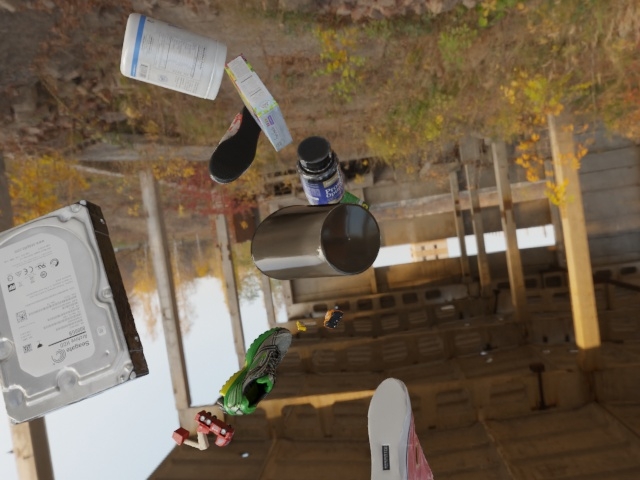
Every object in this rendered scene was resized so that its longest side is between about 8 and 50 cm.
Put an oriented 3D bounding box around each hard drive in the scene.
[{"bbox_3d":[-0.472,0.123,0.832,0.237,0.338,0.064,-21,170,1],"label":"hard drive"}]

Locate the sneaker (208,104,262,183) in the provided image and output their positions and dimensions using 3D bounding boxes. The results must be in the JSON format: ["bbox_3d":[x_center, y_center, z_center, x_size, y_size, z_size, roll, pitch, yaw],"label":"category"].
[{"bbox_3d":[-0.221,-0.215,1.168,0.090,0.270,0.145,29,144,-16],"label":"sneaker"}]

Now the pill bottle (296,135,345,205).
[{"bbox_3d":[-0.001,-0.195,1.337,0.123,0.122,0.219,-8,152,7],"label":"pill bottle"}]

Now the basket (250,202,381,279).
[{"bbox_3d":[0.000,0.000,0.893,0.204,0.154,0.227,-22,-171,-29],"label":"basket"}]

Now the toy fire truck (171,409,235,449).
[{"bbox_3d":[-0.397,0.656,1.572,0.192,0.135,0.047,25,-176,16],"label":"toy fire truck"}]

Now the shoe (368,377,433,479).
[{"bbox_3d":[0.114,0.293,0.658,0.064,0.177,0.081,-18,142,34],"label":"shoe"}]

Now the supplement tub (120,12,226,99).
[{"bbox_3d":[-0.169,-0.211,0.536,0.107,0.071,0.071,10,174,-24],"label":"supplement tub"}]

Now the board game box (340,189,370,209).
[{"bbox_3d":[0.082,-0.071,1.592,0.030,0.136,0.259,-55,-173,45],"label":"board game box"}]

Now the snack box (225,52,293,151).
[{"bbox_3d":[-0.093,-0.210,0.726,0.037,0.100,0.141,-33,169,0],"label":"snack box"}]

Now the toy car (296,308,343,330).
[{"bbox_3d":[-0.003,0.201,1.222,0.122,0.060,0.040,3,-154,-23],"label":"toy car"}]

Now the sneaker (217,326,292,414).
[{"bbox_3d":[-0.186,0.441,1.557,0.146,0.134,0.343,-5,-140,41],"label":"sneaker"}]
